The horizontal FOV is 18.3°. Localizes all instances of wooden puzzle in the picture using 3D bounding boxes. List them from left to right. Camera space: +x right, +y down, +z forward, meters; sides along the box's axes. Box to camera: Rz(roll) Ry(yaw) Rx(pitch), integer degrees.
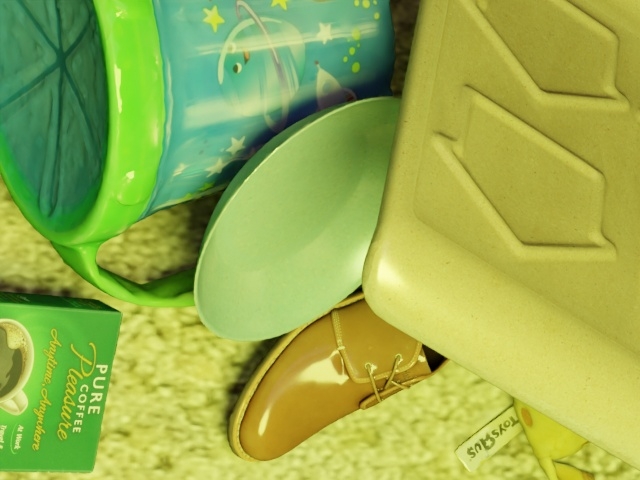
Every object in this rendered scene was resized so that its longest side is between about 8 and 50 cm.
[{"bbox_3d":[0.172,-0.026,1.235,0.322,0.080,0.348,31,51,-20],"label":"wooden puzzle"}]

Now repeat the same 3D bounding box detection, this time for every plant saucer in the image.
[{"bbox_3d":[-0.011,-0.021,1.255,0.195,0.195,0.037,-34,58,-19],"label":"plant saucer"}]

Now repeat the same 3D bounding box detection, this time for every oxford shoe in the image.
[{"bbox_3d":[0.030,0.081,1.330,0.212,0.076,0.076,-38,131,-12],"label":"oxford shoe"}]

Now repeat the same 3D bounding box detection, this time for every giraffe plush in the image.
[{"bbox_3d":[0.192,0.073,1.343,0.181,0.170,0.210,38,73,-8],"label":"giraffe plush"}]

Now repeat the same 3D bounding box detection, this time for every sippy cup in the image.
[{"bbox_3d":[-0.082,-0.127,1.278,0.224,0.305,0.240,-10,56,-29],"label":"sippy cup"}]

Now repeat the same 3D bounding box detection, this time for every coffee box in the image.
[{"bbox_3d":[-0.220,0.087,1.243,0.184,0.040,0.113,4,100,-34],"label":"coffee box"}]

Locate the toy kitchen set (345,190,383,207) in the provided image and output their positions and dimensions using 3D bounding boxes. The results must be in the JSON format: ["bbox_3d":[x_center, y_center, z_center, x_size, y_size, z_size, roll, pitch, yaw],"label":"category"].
[{"bbox_3d":[0.000,0.000,1.348,0.068,0.075,0.083,16,77,-13],"label":"toy kitchen set"}]
